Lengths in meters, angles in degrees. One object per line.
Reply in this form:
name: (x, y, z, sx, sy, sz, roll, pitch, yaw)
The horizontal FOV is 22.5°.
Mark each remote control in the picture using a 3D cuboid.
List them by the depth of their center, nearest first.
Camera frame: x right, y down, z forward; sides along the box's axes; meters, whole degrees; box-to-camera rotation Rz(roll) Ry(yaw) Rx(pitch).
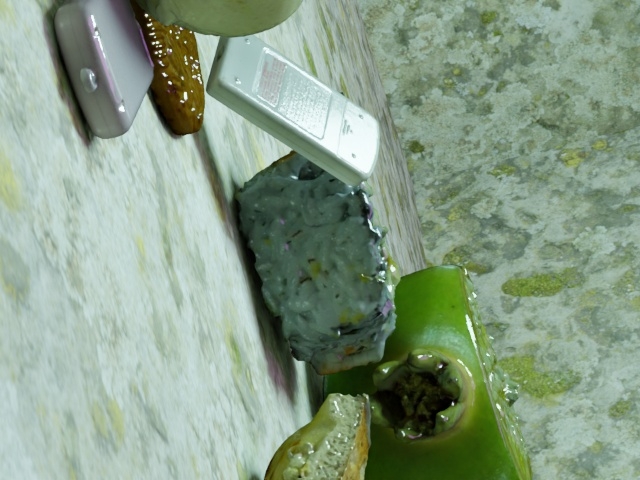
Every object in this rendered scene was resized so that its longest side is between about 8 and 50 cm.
remote control: (-0.023, -0.126, 1.532, 0.190, 0.029, 0.087, 31, 47, -24)

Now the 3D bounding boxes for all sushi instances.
sushi: (0.000, 0.000, 1.650, 0.184, 0.139, 0.274, -13, 86, -85)

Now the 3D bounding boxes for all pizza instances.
pizza: (-0.013, 0.244, 1.389, 0.204, 0.081, 0.188, 83, 23, -51)

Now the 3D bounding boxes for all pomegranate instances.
pomegranate: (0.101, 0.189, 1.796, 0.358, 0.216, 0.309, 20, 55, -71)

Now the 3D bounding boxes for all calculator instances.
calculator: (-0.153, -0.137, 1.151, 0.175, 0.032, 0.100, -85, 159, -69)

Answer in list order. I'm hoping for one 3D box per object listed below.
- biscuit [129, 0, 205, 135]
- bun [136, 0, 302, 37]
biscuit: (-0.134, -0.183, 1.407, 0.188, 0.027, 0.187, -14, 90, -83)
bun: (-0.110, -0.233, 1.216, 0.127, 0.222, 0.222, -60, 151, -24)
